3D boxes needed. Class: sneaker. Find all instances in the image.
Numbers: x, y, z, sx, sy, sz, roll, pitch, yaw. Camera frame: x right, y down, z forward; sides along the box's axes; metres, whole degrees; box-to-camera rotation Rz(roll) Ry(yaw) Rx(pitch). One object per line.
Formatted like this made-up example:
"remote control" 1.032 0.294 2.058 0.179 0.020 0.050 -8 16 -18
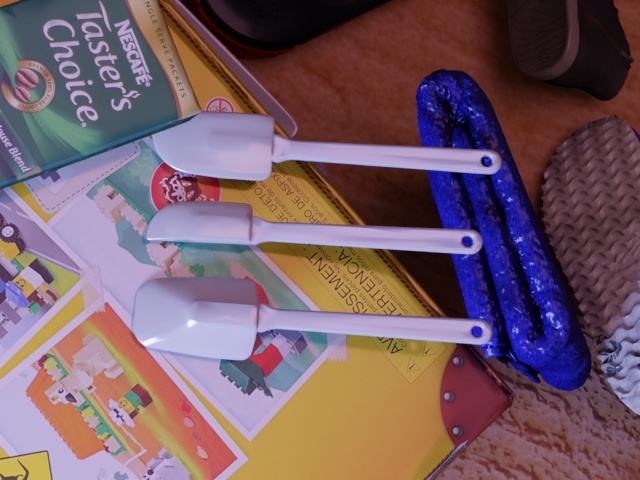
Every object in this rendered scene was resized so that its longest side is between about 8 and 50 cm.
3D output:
"sneaker" 0.282 0.037 1.463 0.146 0.102 0.293 31 42 -51
"sneaker" 0.221 -0.236 1.493 0.118 0.083 0.222 17 73 -50

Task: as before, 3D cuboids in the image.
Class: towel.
"towel" 0.137 0.005 1.304 0.076 0.308 0.228 -23 77 7

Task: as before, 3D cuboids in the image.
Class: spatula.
"spatula" 0.000 0.000 1.136 0.242 0.019 0.168 4 76 -4

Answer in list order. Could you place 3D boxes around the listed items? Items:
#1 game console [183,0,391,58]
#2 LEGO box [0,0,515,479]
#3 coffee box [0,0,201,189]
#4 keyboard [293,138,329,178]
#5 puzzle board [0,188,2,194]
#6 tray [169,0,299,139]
"game console" -0.032 -0.373 1.445 0.342 0.060 0.387 -29 91 -23
"LEGO box" -0.171 0.062 1.209 0.372 0.193 0.500 -43 95 -17
"coffee box" -0.181 -0.102 1.091 0.184 0.040 0.113 -20 90 -18
"keyboard" -0.104 -0.119 1.390 0.256 0.014 0.072 44 73 -7
"puzzle board" -0.260 -0.082 1.095 0.128 0.011 0.096 17 79 -13
"tray" -0.159 -0.135 1.352 0.270 0.030 0.145 45 77 -6
